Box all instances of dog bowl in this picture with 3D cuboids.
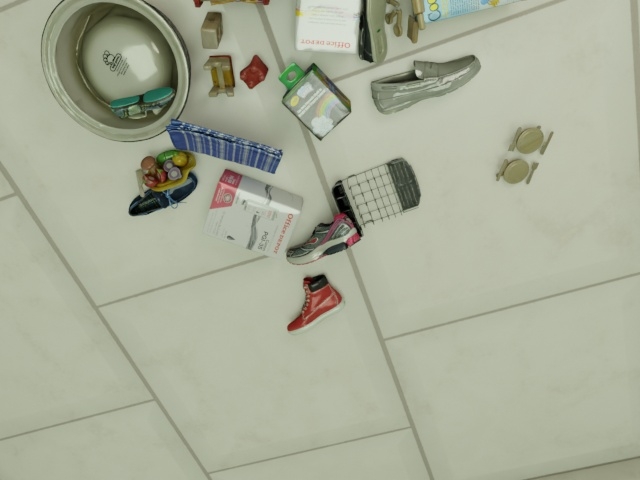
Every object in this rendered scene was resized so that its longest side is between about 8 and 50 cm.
[{"bbox_3d":[-0.560,-0.500,1.438,0.407,0.150,0.408,1,118,1],"label":"dog bowl"}]

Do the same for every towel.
[{"bbox_3d":[-0.287,-0.271,1.511,0.335,0.243,0.040,15,82,-10],"label":"towel"}]

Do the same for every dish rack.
[{"bbox_3d":[0.192,-0.145,1.652,0.271,0.074,0.208,-20,116,11],"label":"dish rack"}]

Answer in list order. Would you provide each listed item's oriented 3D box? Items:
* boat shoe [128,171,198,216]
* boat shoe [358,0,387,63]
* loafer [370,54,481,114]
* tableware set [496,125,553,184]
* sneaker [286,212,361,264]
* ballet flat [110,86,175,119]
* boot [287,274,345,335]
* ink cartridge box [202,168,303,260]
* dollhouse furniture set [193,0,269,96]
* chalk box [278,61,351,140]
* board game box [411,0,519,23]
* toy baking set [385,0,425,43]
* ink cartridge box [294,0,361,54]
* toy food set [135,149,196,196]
[{"bbox_3d":[-0.518,-0.137,1.660,0.258,0.089,0.109,-30,113,16],"label":"boat shoe"},{"bbox_3d":[0.135,-0.611,1.389,0.079,0.084,0.233,27,140,35],"label":"boat shoe"},{"bbox_3d":[0.302,-0.472,1.457,0.319,0.112,0.112,-20,124,12],"label":"loafer"},{"bbox_3d":[0.639,-0.273,1.598,0.128,0.039,0.194,4,124,-14],"label":"tableware set"},{"bbox_3d":[0.000,0.000,1.696,0.299,0.120,0.112,-23,93,35],"label":"sneaker"},{"bbox_3d":[-0.483,-0.376,1.391,0.188,0.070,0.070,-8,117,8],"label":"ballet flat"},{"bbox_3d":[-0.054,0.231,1.850,0.244,0.088,0.176,-34,112,9],"label":"boot"},{"bbox_3d":[-0.221,-0.084,1.666,0.282,0.117,0.207,20,116,-9],"label":"ink cartridge box"},{"bbox_3d":[-0.232,-0.605,1.402,0.201,0.152,0.374,0,135,1],"label":"dollhouse furniture set"},{"bbox_3d":[-0.026,-0.426,1.478,0.132,0.132,0.213,-40,109,20],"label":"chalk box"},{"bbox_3d":[0.383,-0.683,1.327,0.275,0.142,0.145,-11,117,6],"label":"board game box"},{"bbox_3d":[0.205,-0.651,1.324,0.030,0.196,0.256,-23,116,-17],"label":"toy baking set"},{"bbox_3d":[0.022,-0.633,1.345,0.171,0.168,0.233,5,117,0],"label":"ink cartridge box"},{"bbox_3d":[-0.506,-0.227,1.583,0.217,0.128,0.071,-19,151,9],"label":"toy food set"}]
